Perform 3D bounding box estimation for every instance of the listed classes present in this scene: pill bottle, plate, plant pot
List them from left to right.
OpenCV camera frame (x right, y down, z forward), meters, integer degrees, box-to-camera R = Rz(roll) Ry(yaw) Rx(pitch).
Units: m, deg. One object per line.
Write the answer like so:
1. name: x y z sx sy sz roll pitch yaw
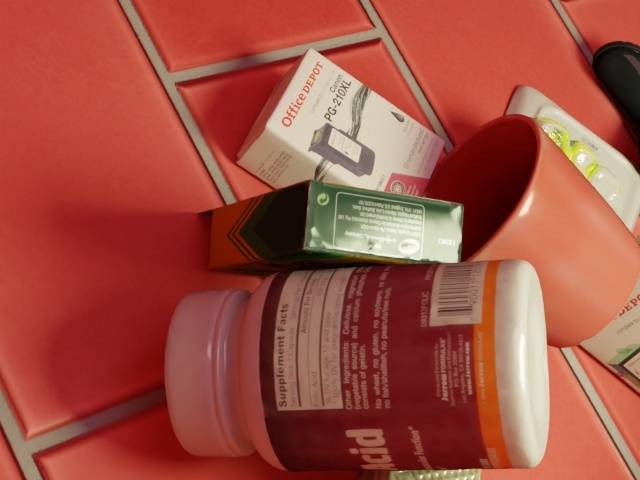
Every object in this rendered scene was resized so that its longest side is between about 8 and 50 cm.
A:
1. pill bottle: 0.043 0.141 1.374 0.392 0.224 0.224 -4 56 16
2. plant pot: 0.282 0.005 1.697 0.243 0.275 0.275 35 51 -21
3. plate: 0.388 -0.090 1.939 0.277 0.045 0.278 35 51 -8

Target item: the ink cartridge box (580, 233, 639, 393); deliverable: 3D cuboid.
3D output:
1. ink cartridge box: 0.515 0.131 1.782 0.278 0.201 0.117 38 49 -6

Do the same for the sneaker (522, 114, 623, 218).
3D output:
1. sneaker: 0.355 -0.107 1.842 0.091 0.126 0.240 -42 124 -1

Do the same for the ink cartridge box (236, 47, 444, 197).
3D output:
1. ink cartridge box: 0.029 -0.123 1.710 0.237 0.100 0.172 33 51 -10

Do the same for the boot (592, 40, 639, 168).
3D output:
1. boot: 0.539 -0.196 2.031 0.246 0.094 0.207 40 35 -13

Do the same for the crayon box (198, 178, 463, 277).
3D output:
1. crayon box: 0.000 0.000 1.511 0.203 0.323 0.083 8 82 -26

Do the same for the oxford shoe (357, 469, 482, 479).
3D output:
1. oxford shoe: 0.148 0.239 1.565 0.169 0.130 0.449 29 36 2
